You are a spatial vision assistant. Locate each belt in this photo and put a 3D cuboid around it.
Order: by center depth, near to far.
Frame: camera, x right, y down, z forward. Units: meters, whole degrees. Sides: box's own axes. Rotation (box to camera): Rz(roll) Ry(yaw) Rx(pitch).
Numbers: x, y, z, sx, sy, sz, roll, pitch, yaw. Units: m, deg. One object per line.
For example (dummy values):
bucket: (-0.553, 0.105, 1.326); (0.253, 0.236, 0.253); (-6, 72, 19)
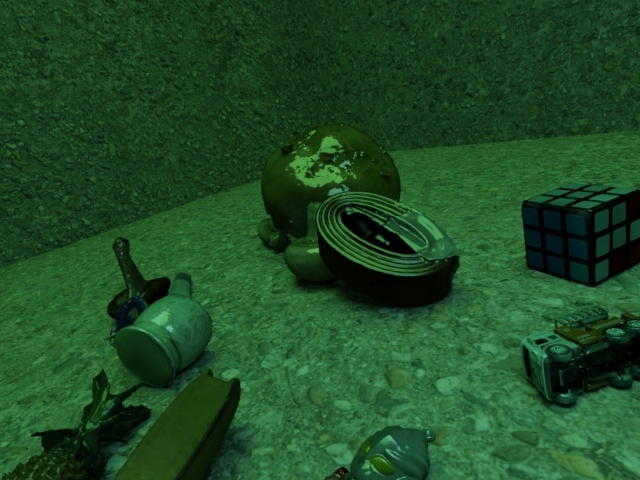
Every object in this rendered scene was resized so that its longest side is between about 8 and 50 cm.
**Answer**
belt: (0.142, 0.015, 0.971); (0.339, 0.122, 0.217); (28, 56, 28)

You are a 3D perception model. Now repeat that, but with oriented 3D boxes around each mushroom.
mushroom: (0.005, 0.015, 1.150); (0.206, 0.209, 0.206); (1, 41, -1)
mushroom: (-0.548, 0.100, 1.222); (0.148, 0.217, 0.227); (-19, 16, 5)
mushroom: (-0.169, -0.028, 1.555); (0.116, 0.093, 0.225); (5, 10, -11)

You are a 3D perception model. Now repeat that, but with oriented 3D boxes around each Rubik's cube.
Rubik's cube: (0.545, -0.020, 0.900); (0.163, 0.162, 0.160); (-19, 19, -20)

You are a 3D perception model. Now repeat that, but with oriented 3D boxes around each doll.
doll: (0.063, 0.276, 0.501); (0.180, 0.079, 0.094); (-31, 22, -14)

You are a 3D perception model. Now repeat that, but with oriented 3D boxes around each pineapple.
pineapple: (-0.354, 0.308, 0.633); (0.130, 0.119, 0.277); (-30, 13, 10)

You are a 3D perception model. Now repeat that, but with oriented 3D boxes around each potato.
potato: (0.025, -0.161, 1.338); (0.442, 0.385, 0.319); (-4, 19, 11)

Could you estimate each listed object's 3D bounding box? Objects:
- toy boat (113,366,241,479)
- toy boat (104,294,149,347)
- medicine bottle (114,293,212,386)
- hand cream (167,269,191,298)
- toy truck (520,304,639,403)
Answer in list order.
toy boat: (-0.191, 0.293, 0.541); (0.089, 0.121, 0.321); (15, 24, 7)
toy boat: (-0.420, 0.194, 0.928); (0.091, 0.175, 0.110); (26, 20, 10)
medicine bottle: (-0.315, 0.201, 0.872); (0.147, 0.147, 0.143); (-4, 23, 26)
hand cream: (-0.419, 0.150, 1.269); (0.079, 0.048, 0.255); (-24, 21, -5)
toy truck: (0.375, 0.156, 0.622); (0.178, 0.080, 0.115); (-14, 13, -7)
